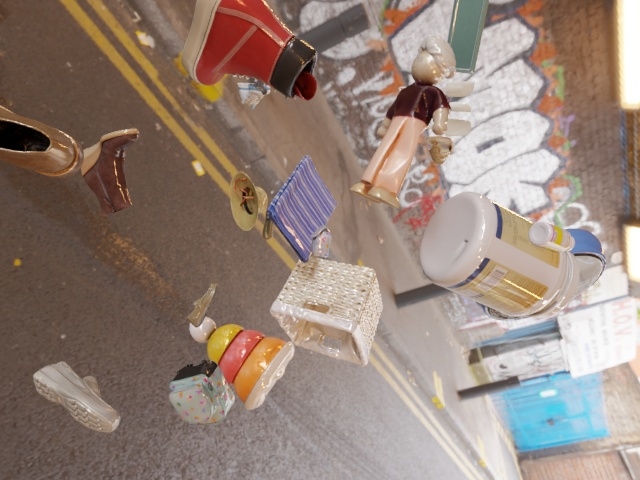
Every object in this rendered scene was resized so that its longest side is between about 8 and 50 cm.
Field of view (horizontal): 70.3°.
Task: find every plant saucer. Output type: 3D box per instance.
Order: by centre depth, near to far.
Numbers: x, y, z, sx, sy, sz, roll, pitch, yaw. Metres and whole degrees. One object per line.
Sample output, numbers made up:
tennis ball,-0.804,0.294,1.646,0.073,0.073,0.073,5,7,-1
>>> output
plant saucer,0.293,-0.435,0.908,0.018,0.067,0.192,-56,153,-54

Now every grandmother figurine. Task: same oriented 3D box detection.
grandmother figurine,0.178,-0.239,0.905,0.104,0.207,0.343,21,92,-40

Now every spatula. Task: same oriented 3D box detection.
spatula,0.371,-0.429,1.483,0.019,0.241,0.168,-41,133,-58

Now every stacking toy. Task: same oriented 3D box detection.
stacking toy,-0.388,0.495,2.069,0.479,0.351,0.350,34,16,10

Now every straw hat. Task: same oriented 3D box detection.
straw hat,-0.163,-0.099,1.109,0.061,0.144,0.145,-10,79,-39

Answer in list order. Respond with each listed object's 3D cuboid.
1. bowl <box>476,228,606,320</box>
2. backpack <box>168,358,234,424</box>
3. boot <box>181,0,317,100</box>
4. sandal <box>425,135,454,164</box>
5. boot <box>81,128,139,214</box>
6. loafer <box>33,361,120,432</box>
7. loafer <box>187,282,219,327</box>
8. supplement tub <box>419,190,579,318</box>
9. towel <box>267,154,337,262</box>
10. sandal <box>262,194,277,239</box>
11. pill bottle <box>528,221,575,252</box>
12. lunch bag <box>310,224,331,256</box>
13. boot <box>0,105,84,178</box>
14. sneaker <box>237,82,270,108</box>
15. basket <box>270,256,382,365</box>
bowl,0.653,0.119,1.359,0.391,0.391,0.077,47,22,-50
backpack,-0.373,0.498,1.448,0.188,0.165,0.144,61,21,-21
boot,-0.098,-0.242,0.644,0.176,0.088,0.244,40,-17,-14
sandal,0.427,-0.303,1.593,0.240,0.088,0.079,0,92,-65
boot,-0.600,-0.203,1.355,0.207,0.248,0.090,68,25,-7
loafer,-0.698,0.447,1.331,0.111,0.319,0.112,-39,147,-52
loafer,-0.359,0.192,1.387,0.148,0.050,0.056,-64,180,-12
supplement tub,0.420,0.045,1.073,0.316,0.228,0.228,24,39,-20
towel,-0.050,-0.115,1.591,0.243,0.040,0.336,56,42,-29
sandal,-0.172,-0.085,1.698,0.049,0.072,0.180,19,74,-33
pill bottle,0.404,-0.004,0.790,0.083,0.043,0.043,15,51,-30
lunch bag,0.000,0.000,1.275,0.071,0.053,0.083,-145,-114,-78
boot,-0.553,-0.183,0.723,0.115,0.305,0.112,137,-33,-85
sneaker,-0.215,-0.473,1.489,0.190,0.071,0.083,33,-54,56
basket,0.041,0.258,1.707,0.331,0.328,0.267,68,39,-53
